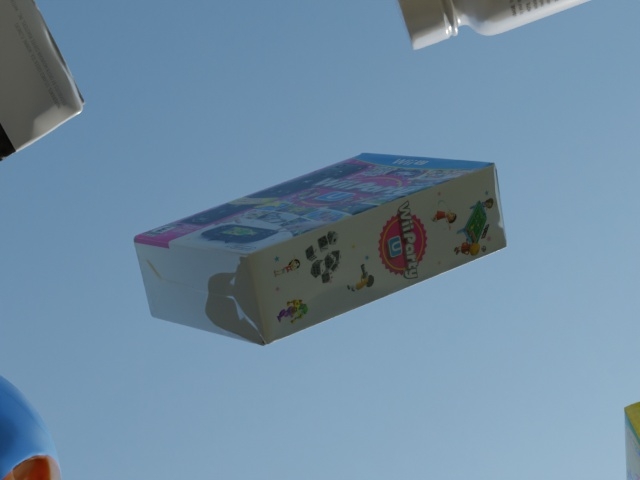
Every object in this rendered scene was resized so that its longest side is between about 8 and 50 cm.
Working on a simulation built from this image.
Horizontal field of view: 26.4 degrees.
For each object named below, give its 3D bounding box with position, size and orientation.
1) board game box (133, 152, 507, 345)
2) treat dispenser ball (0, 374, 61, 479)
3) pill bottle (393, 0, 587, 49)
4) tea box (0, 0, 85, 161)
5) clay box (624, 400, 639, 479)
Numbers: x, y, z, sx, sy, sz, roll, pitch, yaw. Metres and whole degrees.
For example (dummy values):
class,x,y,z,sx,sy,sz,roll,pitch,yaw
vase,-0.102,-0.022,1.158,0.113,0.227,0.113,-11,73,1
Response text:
class,x,y,z,sx,sy,sz,roll,pitch,yaw
board game box,0.000,0.000,1.371,0.303,0.224,0.098,-20,-73,-33
treat dispenser ball,-0.398,0.252,1.337,0.288,0.288,0.288,-1,-65,-2
pill bottle,0.201,-0.298,1.337,0.283,0.160,0.160,-20,-66,4
tea box,-0.458,-0.185,1.279,0.323,0.329,0.220,-33,-46,-14
clay box,0.323,0.235,1.235,0.053,0.127,0.222,-20,-41,-2
